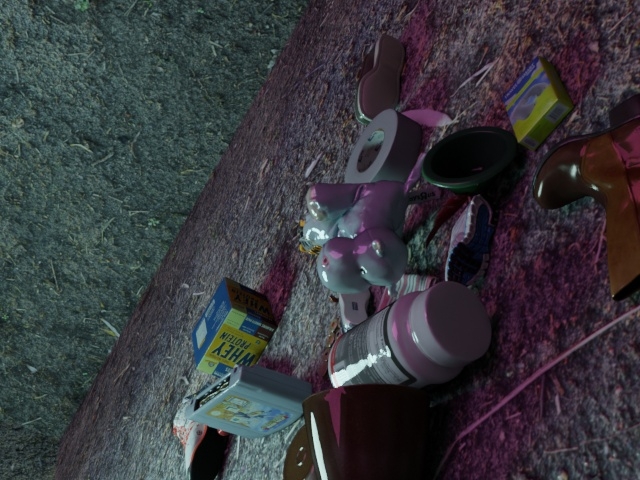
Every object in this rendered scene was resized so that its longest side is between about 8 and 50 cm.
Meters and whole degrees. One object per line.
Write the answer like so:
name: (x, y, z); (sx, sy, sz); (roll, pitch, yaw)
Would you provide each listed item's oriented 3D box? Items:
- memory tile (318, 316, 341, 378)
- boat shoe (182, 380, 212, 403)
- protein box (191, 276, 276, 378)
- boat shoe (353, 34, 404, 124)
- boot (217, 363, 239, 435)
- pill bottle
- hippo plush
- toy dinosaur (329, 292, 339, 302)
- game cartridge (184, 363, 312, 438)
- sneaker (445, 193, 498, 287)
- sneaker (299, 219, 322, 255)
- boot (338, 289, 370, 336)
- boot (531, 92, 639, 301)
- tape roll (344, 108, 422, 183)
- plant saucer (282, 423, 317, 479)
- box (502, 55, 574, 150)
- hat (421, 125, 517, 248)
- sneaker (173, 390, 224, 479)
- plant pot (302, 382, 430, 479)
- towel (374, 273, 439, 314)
memory tile: (0.039, 0.222, 2.000); (0.113, 0.012, 0.148); (-36, 35, 52)
boat shoe: (-0.321, 0.435, 2.562); (0.183, 0.065, 0.083); (-1, 65, 59)
protein box: (-0.236, 0.242, 2.465); (0.200, 0.136, 0.201); (-59, 21, 13)
boat shoe: (0.140, -0.395, 2.342); (0.091, 0.109, 0.305); (-41, 25, 48)
boot: (-0.194, 0.404, 2.257); (0.176, 0.088, 0.244); (-68, 13, -8)
pill bottle: (0.149, 0.182, 1.565); (0.283, 0.161, 0.161); (-39, 32, 49)
hippo plush: (0.106, 0.014, 1.827); (0.294, 0.234, 0.237); (-13, 48, 11)
toy dinosaur: (0.046, 0.098, 2.090); (0.090, 0.047, 0.082); (-20, 66, 48)
game cartridge: (-0.153, 0.362, 2.034); (0.297, 0.198, 0.062); (-41, 30, 49)
sneaker: (0.260, 0.012, 1.645); (0.191, 0.071, 0.083); (-65, 12, -26)
sneaker: (0.000, 0.000, 2.274); (0.215, 0.084, 0.083); (-159, 81, -73)
boot: (0.064, 0.163, 1.935); (0.190, 0.069, 0.086); (-77, -2, -65)
boot: (0.418, -0.034, 1.319); (0.264, 0.096, 0.280); (-35, 42, 40)
tape roll: (0.144, -0.194, 2.141); (0.219, 0.072, 0.219); (-50, 26, 35)
plant saucer: (-0.026, 0.442, 1.870); (0.198, 0.036, 0.199); (-51, 24, 34)
box: (0.388, -0.254, 1.663); (0.109, 0.042, 0.178); (-51, 25, 31)
hat: (0.294, -0.093, 1.737); (0.208, 0.184, 0.173); (10, 50, 42)
sneaker: (-0.321, 0.520, 2.372); (0.145, 0.090, 0.270); (-28, 43, 41)
plant pot: (0.081, 0.373, 1.491); (0.215, 0.215, 0.230); (-39, 46, 50)
towel: (0.154, 0.130, 1.802); (0.144, 0.029, 0.197); (-67, 20, -8)
